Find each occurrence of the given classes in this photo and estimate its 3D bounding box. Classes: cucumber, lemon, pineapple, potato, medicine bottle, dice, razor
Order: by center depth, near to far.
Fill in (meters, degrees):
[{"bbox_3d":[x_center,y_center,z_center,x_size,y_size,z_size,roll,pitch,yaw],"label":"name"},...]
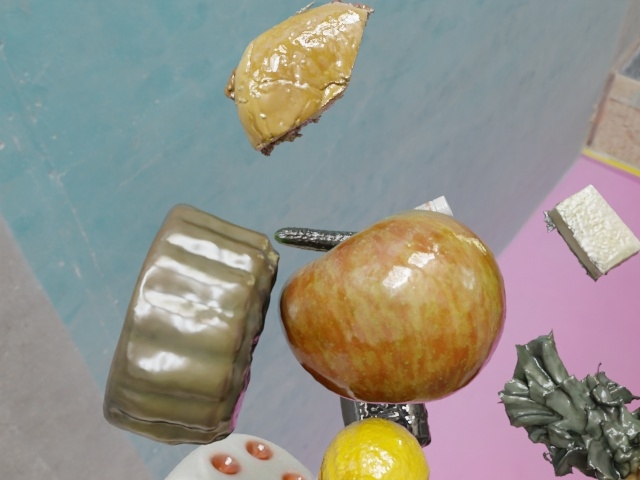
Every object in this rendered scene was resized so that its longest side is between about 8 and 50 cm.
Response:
[{"bbox_3d":[0.260,0.176,0.581,0.128,0.248,0.128,-23,133,-27],"label":"pineapple"},{"bbox_3d":[0.068,0.304,0.909,0.142,0.142,0.187,-62,165,8],"label":"lemon"},{"bbox_3d":[0.374,-0.012,0.967,0.086,0.122,0.061,-34,169,-4],"label":"potato"},{"bbox_3d":[-0.163,0.544,1.348,0.259,0.251,0.243,7,113,-61],"label":"dice"},{"bbox_3d":[0.000,0.000,1.525,0.058,0.214,0.052,166,-73,-73],"label":"cucumber"},{"bbox_3d":[0.132,0.316,1.579,0.189,0.327,0.107,-8,160,-2],"label":"razor"},{"bbox_3d":[0.255,-0.061,1.624,0.089,0.057,0.057,-24,158,14],"label":"medicine bottle"}]

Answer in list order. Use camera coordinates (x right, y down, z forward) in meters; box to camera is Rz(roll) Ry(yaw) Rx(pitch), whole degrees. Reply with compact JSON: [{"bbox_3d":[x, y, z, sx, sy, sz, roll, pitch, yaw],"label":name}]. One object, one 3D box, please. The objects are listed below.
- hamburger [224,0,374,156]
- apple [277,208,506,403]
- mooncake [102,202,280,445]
[{"bbox_3d":[-0.036,-0.279,1.185,0.155,0.245,0.282,175,-79,-76],"label":"hamburger"},{"bbox_3d":[0.100,0.103,0.961,0.277,0.250,0.309,-30,180,-39],"label":"apple"},{"bbox_3d":[-0.153,0.110,0.874,0.290,0.161,0.291,-164,-90,-85],"label":"mooncake"}]
